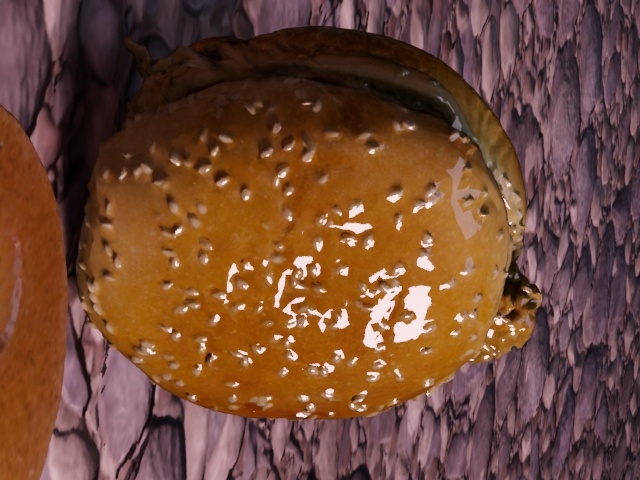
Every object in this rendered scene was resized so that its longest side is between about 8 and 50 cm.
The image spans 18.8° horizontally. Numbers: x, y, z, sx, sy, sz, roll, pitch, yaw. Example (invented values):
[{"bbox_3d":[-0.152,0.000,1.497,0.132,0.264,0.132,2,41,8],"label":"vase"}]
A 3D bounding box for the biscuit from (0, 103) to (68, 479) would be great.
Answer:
[{"bbox_3d":[-0.154,0.045,0.709,0.181,0.049,0.208,-42,136,-62],"label":"biscuit"}]

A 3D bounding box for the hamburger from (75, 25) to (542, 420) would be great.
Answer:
[{"bbox_3d":[0.000,0.000,0.886,0.122,0.215,0.189,-82,-179,-51],"label":"hamburger"}]
